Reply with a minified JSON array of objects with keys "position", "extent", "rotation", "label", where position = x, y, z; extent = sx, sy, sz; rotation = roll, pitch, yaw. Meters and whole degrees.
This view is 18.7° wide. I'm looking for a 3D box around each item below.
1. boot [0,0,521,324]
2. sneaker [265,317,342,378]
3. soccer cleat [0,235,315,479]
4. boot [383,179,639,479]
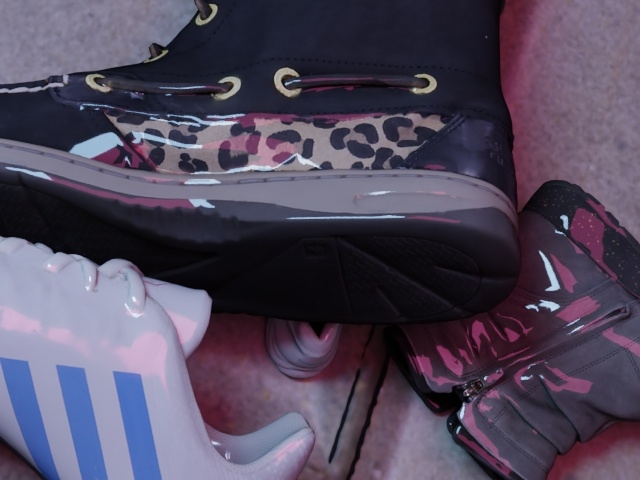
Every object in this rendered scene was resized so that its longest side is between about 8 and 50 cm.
[{"position":[-0.065,-0.107,1.088],"extent":[0.377,0.138,0.284],"rotation":[4,58,10],"label":"boot"},{"position":[0.000,0.000,1.122],"extent":[0.053,0.061,0.152],"rotation":[4,73,-13],"label":"sneaker"},{"position":[-0.145,0.043,0.999],"extent":[0.331,0.116,0.143],"rotation":[42,94,-16],"label":"soccer cleat"},{"position":[0.164,0.097,1.142],"extent":[0.246,0.083,0.161],"rotation":[43,75,5],"label":"boot"}]
